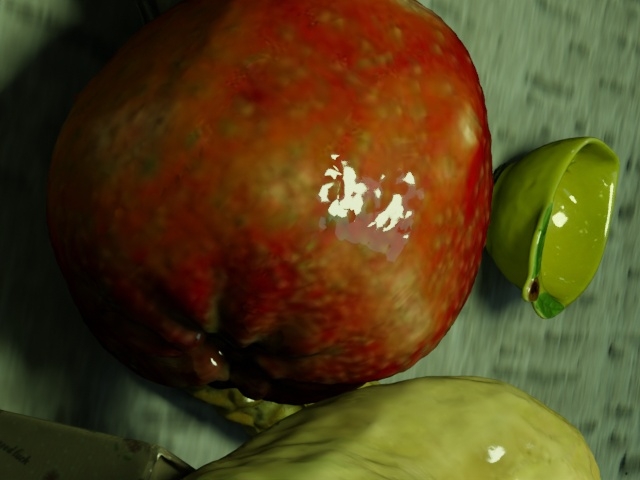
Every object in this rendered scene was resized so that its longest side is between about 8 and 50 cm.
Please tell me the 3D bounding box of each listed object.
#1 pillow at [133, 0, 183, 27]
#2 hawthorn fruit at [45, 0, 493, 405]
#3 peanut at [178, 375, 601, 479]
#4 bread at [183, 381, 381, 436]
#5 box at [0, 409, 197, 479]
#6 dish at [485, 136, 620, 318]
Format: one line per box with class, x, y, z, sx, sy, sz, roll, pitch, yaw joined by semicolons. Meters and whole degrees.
pillow;-0.056;-0.170;1.082;0.169;0.059;0.255;-34;148;-13
hawthorn fruit;-0.019;-0.056;1.021;0.254;0.254;0.300;57;38;-46
peanut;0.020;0.169;0.881;0.387;0.192;0.169;-26;111;-53
bread;-0.025;0.102;1.236;0.367;0.084;0.077;42;18;-50
box;-0.157;0.267;0.977;0.225;0.190;0.297;44;62;-53
dish;0.192;-0.017;1.536;0.208;0.080;0.149;-47;138;-43
